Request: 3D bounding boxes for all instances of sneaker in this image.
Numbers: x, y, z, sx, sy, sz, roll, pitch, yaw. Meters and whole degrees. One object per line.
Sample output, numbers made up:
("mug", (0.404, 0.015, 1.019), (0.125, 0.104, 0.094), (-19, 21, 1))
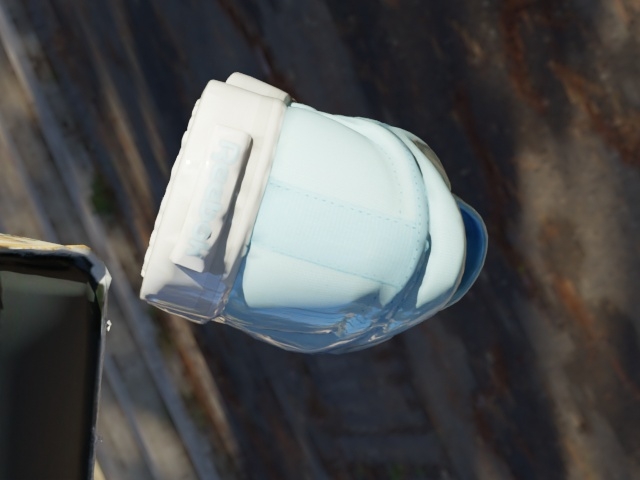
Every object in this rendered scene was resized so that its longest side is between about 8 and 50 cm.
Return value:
("sneaker", (0.000, 0.000, 0.824), (0.366, 0.150, 0.135), (-92, 22, -83))

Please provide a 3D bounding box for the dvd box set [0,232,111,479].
("dvd box set", (-0.207, 0.130, 0.523), (0.420, 0.062, 0.308), (8, 94, 52))
